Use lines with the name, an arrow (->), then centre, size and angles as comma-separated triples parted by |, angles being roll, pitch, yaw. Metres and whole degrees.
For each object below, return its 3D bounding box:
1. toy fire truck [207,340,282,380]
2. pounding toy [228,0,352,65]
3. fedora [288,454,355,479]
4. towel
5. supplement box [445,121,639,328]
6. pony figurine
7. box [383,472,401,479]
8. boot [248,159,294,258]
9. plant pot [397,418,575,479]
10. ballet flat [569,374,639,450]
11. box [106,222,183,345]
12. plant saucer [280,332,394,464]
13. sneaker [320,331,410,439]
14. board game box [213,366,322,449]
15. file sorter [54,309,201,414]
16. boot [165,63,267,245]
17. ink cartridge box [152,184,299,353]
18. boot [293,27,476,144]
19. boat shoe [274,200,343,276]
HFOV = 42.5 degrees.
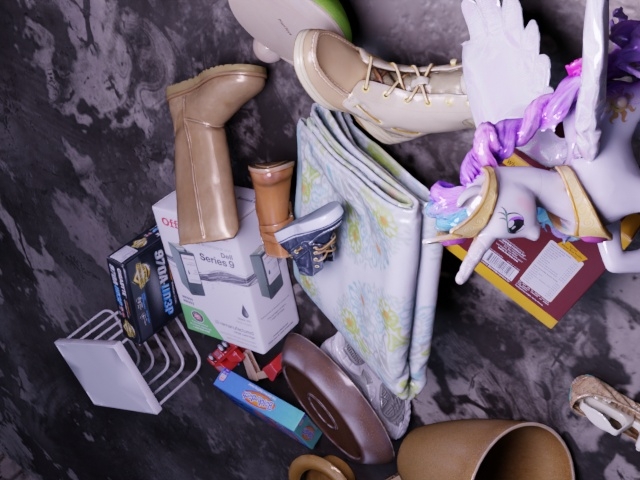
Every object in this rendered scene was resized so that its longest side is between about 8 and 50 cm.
toy fire truck -> -0.158, 0.257, 1.767 | 0.135, 0.047, 0.192 | 46, 141, 1
pounding toy -> -0.020, -0.328, 1.161 | 0.183, 0.110, 0.237 | 24, 165, 12
fedora -> 0.020, 0.532, 1.799 | 0.194, 0.079, 0.194 | 20, 126, 30
towel -> 0.059, 0.016, 1.251 | 0.320, 0.090, 0.374 | 51, 151, 45
supplement box -> 0.294, -0.031, 1.065 | 0.191, 0.129, 0.194 | 39, 139, 13
pony figurine -> 0.284, -0.122, 0.847 | 0.303, 0.364, 0.350 | 152, 121, -78
box -> 0.217, 0.556, 1.684 | 0.201, 0.021, 0.164 | 46, 140, 5
boot -> -0.070, -0.047, 1.312 | 0.197, 0.073, 0.152 | 135, 130, -89
plant pot -> 0.250, 0.400, 1.395 | 0.254, 0.237, 0.237 | 2, 123, 57
ballet flat -> 0.457, 0.271, 1.204 | 0.206, 0.067, 0.073 | 25, 134, 26
box -> -0.343, 0.082, 1.697 | 0.051, 0.175, 0.220 | 23, 133, 29
plant saucer -> 0.018, 0.313, 1.570 | 0.310, 0.050, 0.310 | 46, 161, 21
sneaker -> 0.082, 0.268, 1.543 | 0.232, 0.090, 0.115 | 60, 148, -1
board game box -> -0.110, 0.358, 1.752 | 0.210, 0.047, 0.160 | 24, 161, 25
file sorter -> -0.450, 0.272, 1.946 | 0.278, 0.173, 0.192 | -5, 118, 45
boot -> -0.160, -0.135, 1.344 | 0.236, 0.089, 0.269 | -8, 88, 48
ink cartridge box -> -0.177, 0.045, 1.559 | 0.211, 0.121, 0.289 | 13, 128, 35
boot -> 0.110, -0.201, 1.047 | 0.203, 0.095, 0.262 | 0, 160, 40
boat shoe -> 0.000, 0.000, 1.200 | 0.083, 0.065, 0.183 | 58, 156, -6
